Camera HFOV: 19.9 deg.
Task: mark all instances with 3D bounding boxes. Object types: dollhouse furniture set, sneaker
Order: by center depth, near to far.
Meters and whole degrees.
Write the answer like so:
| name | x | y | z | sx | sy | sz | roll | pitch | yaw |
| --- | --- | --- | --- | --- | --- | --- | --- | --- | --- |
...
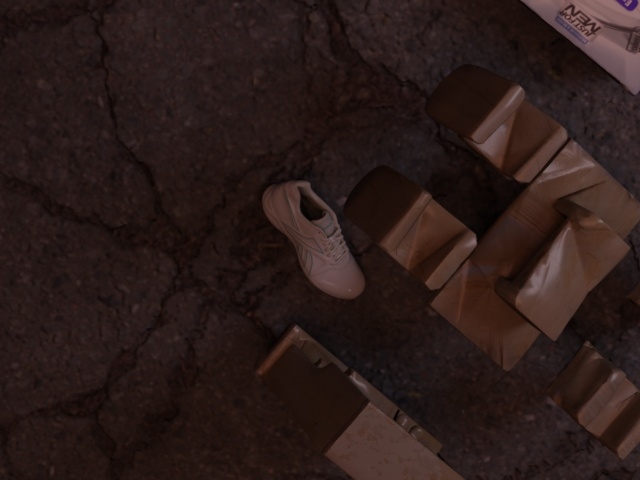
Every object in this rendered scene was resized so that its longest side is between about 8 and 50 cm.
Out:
| name | x | y | z | sx | sy | sz | roll | pitch | yaw |
| --- | --- | --- | --- | --- | --- | --- | --- | --- | --- |
| dollhouse furniture set | 0.150 | 0.072 | 1.876 | 0.362 | 0.256 | 0.394 | 41 | 90 | -22 |
| sneaker | 0.000 | 0.000 | 1.938 | 0.152 | 0.054 | 0.061 | 52 | 147 | -11 |

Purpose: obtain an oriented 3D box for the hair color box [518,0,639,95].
| name | x | y | z | sx | sy | sz | roll | pitch | yaw |
| --- | --- | --- | --- | --- | --- | --- | --- | --- | --- |
| hair color box | 0.347 | -0.333 | 1.792 | 0.185 | 0.110 | 0.339 | 39 | 104 | -7 |
